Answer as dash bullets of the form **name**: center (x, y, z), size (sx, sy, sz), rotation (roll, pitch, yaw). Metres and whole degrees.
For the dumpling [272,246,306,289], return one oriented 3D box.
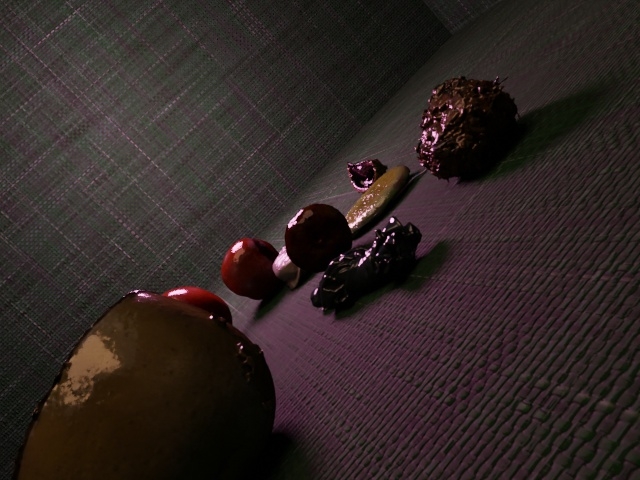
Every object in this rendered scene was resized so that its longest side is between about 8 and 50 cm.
- **dumpling**: center (-0.076, 0.065, 1.888), size (0.150, 0.092, 0.176), rotation (-42, 12, 28)

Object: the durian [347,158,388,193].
- **durian**: center (0.180, -0.219, 2.084), size (0.108, 0.119, 0.187), rotation (-8, 6, -28)

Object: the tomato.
- **tomato**: center (-0.220, 0.089, 2.023), size (0.208, 0.208, 0.184), rotation (-93, 29, -76)

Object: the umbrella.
- **umbrella**: center (0.074, 0.067, 1.330), size (0.349, 0.094, 0.143), rotation (-35, 10, 50)

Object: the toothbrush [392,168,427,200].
- **toothbrush**: center (0.262, -0.169, 1.735), size (0.162, 0.017, 0.014), rotation (-47, 5, 11)

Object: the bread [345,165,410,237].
- **bread**: center (0.150, -0.112, 1.834), size (0.301, 0.045, 0.301), rotation (-47, 8, 9)

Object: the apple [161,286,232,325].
- **apple**: center (-0.399, 0.271, 1.890), size (0.216, 0.260, 0.260), rotation (-11, 27, 28)

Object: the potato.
- **potato**: center (-0.250, 0.337, 1.057), size (0.442, 0.319, 0.385), rotation (-60, -23, -29)

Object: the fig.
- **fig**: center (0.029, -0.005, 1.690), size (0.190, 0.190, 0.290), rotation (-39, -21, 26)

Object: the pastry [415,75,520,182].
- **pastry**: center (0.317, -0.264, 1.403), size (0.275, 0.193, 0.275), rotation (-42, 13, 12)
